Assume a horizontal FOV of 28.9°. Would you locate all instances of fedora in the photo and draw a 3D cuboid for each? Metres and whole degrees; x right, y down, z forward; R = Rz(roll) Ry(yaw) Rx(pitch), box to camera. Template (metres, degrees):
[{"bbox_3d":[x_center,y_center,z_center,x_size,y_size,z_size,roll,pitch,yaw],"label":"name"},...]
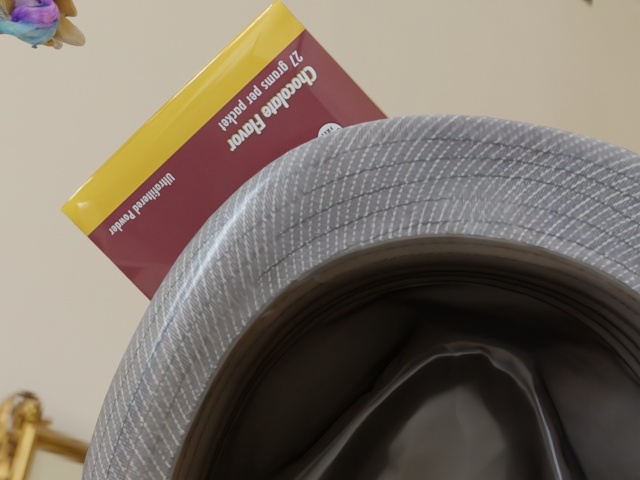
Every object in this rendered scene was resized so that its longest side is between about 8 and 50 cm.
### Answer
[{"bbox_3d":[0.044,0.108,0.429,0.243,0.275,0.124,5,-16,1],"label":"fedora"}]

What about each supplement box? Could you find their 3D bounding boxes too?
[{"bbox_3d":[0.000,0.000,0.613,0.191,0.129,0.194,47,4,-6],"label":"supplement box"}]

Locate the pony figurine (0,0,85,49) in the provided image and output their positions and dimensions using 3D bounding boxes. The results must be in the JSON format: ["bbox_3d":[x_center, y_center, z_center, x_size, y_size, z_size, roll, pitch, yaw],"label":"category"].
[{"bbox_3d":[-0.375,-0.338,1.109,0.363,0.303,0.351,29,-25,10],"label":"pony figurine"}]
